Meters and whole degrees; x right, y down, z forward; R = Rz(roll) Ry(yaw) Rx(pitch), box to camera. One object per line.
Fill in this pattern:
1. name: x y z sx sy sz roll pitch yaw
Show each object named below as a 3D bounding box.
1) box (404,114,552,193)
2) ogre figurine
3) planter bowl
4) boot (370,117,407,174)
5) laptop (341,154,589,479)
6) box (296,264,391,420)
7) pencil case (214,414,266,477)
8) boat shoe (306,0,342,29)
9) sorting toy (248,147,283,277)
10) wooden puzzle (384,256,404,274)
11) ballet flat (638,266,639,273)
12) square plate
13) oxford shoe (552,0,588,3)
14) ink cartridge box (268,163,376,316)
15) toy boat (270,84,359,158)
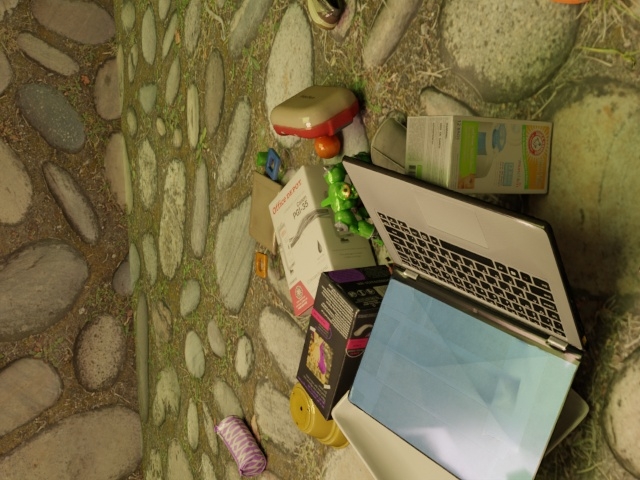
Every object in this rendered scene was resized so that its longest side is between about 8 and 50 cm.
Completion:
1. box: 0.238 -0.128 1.077 0.103 0.203 0.114 15 104 58
2. ogre figurine: 0.070 -0.085 1.454 0.097 0.118 0.197 3 96 60
3. planter bowl: -0.012 0.387 1.679 0.217 0.090 0.217 13 105 59
4. boot: 0.157 -0.113 1.346 0.208 0.076 0.189 38 111 44
5. laptop: 0.162 0.133 1.072 0.382 0.236 0.408 25 154 46
6. box: 0.074 0.203 1.434 0.143 0.165 0.270 46 132 47
7. pencil case: -0.234 0.595 2.086 0.206 0.088 0.086 39 129 50
8. boat shoe: -0.003 -0.571 1.570 0.073 0.080 0.223 -36 68 49
9. sorting toy: -0.134 -0.074 1.879 0.196 0.047 0.347 37 124 58
10. wooden puzzle: 0.158 0.063 1.387 0.006 0.049 0.083 -59 44 44
11. ballet flat: 0.476 0.031 0.829 0.221 0.077 0.079 15 87 59
12. square plate: 0.215 0.288 1.193 0.344 0.049 0.347 -49 44 8
13. oxford shoe: 0.348 -0.381 0.927 0.364 0.133 0.129 26 116 56
14. ink cartridge box: 0.000 0.000 1.584 0.207 0.117 0.283 -43 57 53
15. toy boat: -0.004 -0.248 1.573 0.231 0.151 0.151 23 142 57
